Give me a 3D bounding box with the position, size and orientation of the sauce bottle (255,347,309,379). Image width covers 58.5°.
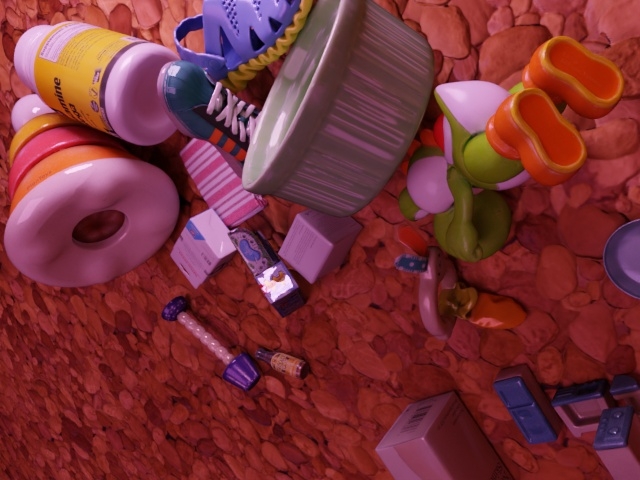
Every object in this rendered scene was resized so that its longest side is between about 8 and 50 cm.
[{"bbox_3d":[-0.086,0.265,1.241,0.128,0.042,0.042,11,117,31],"label":"sauce bottle"}]

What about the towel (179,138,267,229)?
[{"bbox_3d":[-0.198,-0.126,1.146,0.144,0.029,0.197,-26,94,44],"label":"towel"}]

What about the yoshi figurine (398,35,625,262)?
[{"bbox_3d":[0.228,-0.075,0.738,0.362,0.203,0.203,135,133,-69],"label":"yoshi figurine"}]

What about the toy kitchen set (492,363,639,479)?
[{"bbox_3d":[0.354,0.260,0.834,0.207,0.166,0.122,-31,92,41],"label":"toy kitchen set"}]

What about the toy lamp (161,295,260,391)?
[{"bbox_3d":[-0.252,0.242,1.330,0.275,0.080,0.080,39,129,18],"label":"toy lamp"}]

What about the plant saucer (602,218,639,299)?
[{"bbox_3d":[0.439,0.023,0.753,0.119,0.021,0.119,15,119,29],"label":"plant saucer"}]

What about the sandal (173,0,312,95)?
[{"bbox_3d":[-0.124,-0.335,0.885,0.138,0.126,0.317,31,142,-28],"label":"sandal"}]

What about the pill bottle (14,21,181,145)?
[{"bbox_3d":[-0.435,-0.317,1.119,0.334,0.188,0.188,23,123,26],"label":"pill bottle"}]

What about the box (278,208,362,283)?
[{"bbox_3d":[0.000,0.000,1.010,0.087,0.102,0.101,41,129,17],"label":"box"}]

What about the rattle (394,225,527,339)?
[{"bbox_3d":[0.207,0.063,0.854,0.143,0.130,0.199,15,137,43],"label":"rattle"}]

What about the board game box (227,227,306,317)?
[{"bbox_3d":[-0.095,0.056,1.060,0.194,0.060,0.194,57,173,-1],"label":"board game box"}]

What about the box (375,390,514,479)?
[{"bbox_3d":[0.252,0.445,1.014,0.121,0.148,0.311,-34,91,41],"label":"box"}]

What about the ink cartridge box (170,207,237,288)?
[{"bbox_3d":[-0.249,0.021,1.217,0.104,0.060,0.180,52,143,4],"label":"ink cartridge box"}]

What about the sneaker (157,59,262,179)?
[{"bbox_3d":[-0.129,-0.188,0.933,0.121,0.302,0.108,5,70,32],"label":"sneaker"}]

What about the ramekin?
[{"bbox_3d":[0.021,-0.179,0.782,0.148,0.303,0.303,23,132,-18],"label":"ramekin"}]

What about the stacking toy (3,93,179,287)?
[{"bbox_3d":[-0.557,-0.169,1.263,0.480,0.350,0.350,54,134,28],"label":"stacking toy"}]
